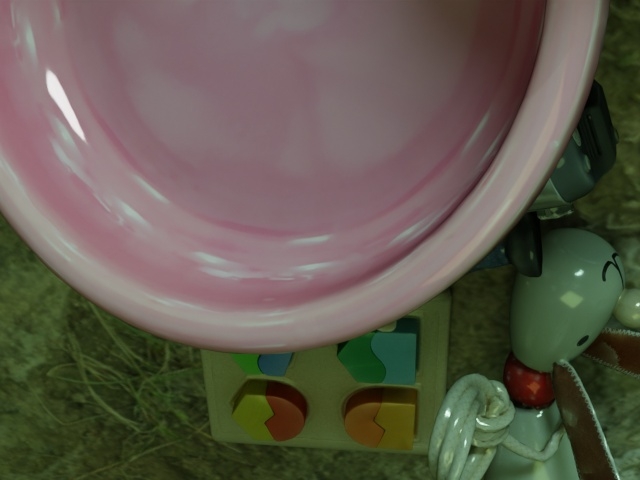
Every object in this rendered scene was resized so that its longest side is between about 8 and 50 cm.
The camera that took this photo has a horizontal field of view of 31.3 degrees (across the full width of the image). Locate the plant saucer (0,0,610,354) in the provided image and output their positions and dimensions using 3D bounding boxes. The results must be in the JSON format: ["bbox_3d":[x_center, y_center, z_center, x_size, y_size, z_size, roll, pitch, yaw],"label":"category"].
[{"bbox_3d":[-0.031,-0.118,0.509,0.332,0.084,0.332,6,103,27],"label":"plant saucer"}]

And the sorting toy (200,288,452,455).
[{"bbox_3d":[0.001,0.107,0.888,0.193,0.038,0.208,3,134,5],"label":"sorting toy"}]

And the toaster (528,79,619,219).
[{"bbox_3d":[0.051,-0.109,0.586,0.147,0.129,0.226,-15,98,25],"label":"toaster"}]

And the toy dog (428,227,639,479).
[{"bbox_3d":[0.197,0.163,0.820,0.161,0.220,0.333,18,148,22],"label":"toy dog"}]

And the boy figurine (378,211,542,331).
[{"bbox_3d":[0.000,0.000,0.750,0.285,0.092,0.177,-11,132,19],"label":"boy figurine"}]
